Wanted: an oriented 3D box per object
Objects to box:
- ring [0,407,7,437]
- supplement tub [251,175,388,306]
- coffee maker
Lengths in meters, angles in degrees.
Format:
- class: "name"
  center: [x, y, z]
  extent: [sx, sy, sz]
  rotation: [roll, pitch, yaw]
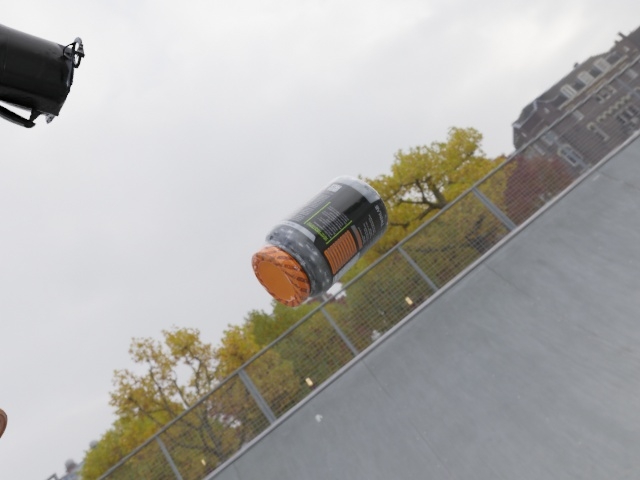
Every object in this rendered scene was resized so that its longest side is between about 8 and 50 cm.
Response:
- class: "ring"
  center: [-0.609, 0.335, 0.640]
  extent: [0.337, 0.032, 0.336]
  rotation: [-39, -15, -12]
- class: "supplement tub"
  center: [0.000, 0.000, 0.671]
  extent: [0.190, 0.117, 0.117]
  rotation: [-41, -15, -33]
- class: "coffee maker"
  center: [-0.459, -0.264, 0.676]
  extent: [0.178, 0.120, 0.171]
  rotation: [10, -43, -43]
